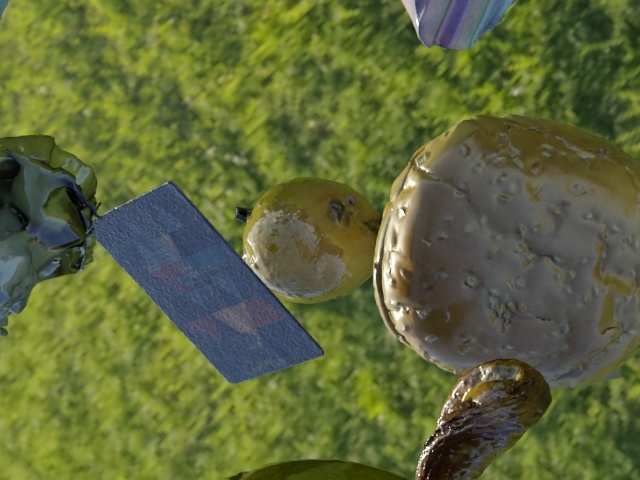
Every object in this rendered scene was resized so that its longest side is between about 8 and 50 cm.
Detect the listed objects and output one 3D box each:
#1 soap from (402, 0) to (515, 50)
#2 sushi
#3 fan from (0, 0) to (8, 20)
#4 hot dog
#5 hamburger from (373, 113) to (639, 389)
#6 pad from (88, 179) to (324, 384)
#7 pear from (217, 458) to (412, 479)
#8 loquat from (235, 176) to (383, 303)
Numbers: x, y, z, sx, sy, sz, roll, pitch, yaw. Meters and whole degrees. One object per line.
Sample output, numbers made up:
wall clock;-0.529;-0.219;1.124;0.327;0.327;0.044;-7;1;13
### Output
soap;0.164;-0.367;1.649;0.109;0.193;0.324;59;140;41
sushi;-0.256;0.032;0.832;0.131;0.291;0.139;57;164;10
fan;-0.281;-0.191;1.074;0.131;0.009;0.240;18;121;-22
hot dog;0.128;0.156;1.257;0.065;0.099;0.147;38;128;-3
hamburger;0.197;0.015;1.437;0.283;0.259;0.144;7;-176;-14
pad;-0.104;0.043;1.351;0.143;0.003;0.211;-22;116;46
pear;-0.011;0.300;1.209;0.321;0.269;0.269;-14;123;11
loquat;0.000;0.000;1.790;0.204;0.172;0.149;1;88;14
